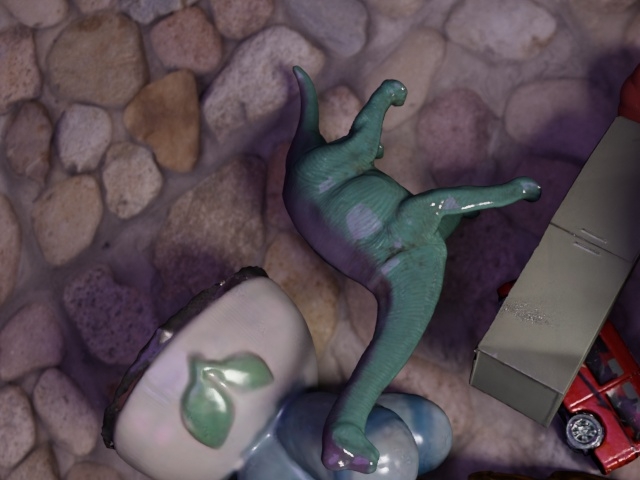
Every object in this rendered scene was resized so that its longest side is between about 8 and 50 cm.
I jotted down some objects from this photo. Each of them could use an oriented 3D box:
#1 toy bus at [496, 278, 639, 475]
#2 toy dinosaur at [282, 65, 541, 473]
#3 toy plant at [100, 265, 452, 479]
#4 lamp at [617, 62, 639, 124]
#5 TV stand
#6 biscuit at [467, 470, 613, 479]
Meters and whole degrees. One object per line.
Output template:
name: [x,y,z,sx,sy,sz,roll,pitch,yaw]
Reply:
toy bus: [0.237,0.114,0.911,0.089,0.081,0.195,-30,70,4]
toy dinosaur: [0.000,0.000,0.917,0.383,0.129,0.331,34,59,29]
toy plant: [-0.011,0.206,0.928,0.332,0.247,0.247,38,94,17]
lamp: [0.330,-0.124,0.913,0.108,0.092,0.107,13,120,22]
TV stand: [0.229,0.023,0.863,0.083,0.088,0.269,28,65,16]
biscuit: [0.248,0.245,0.814,0.290,0.208,0.041,15,106,33]
